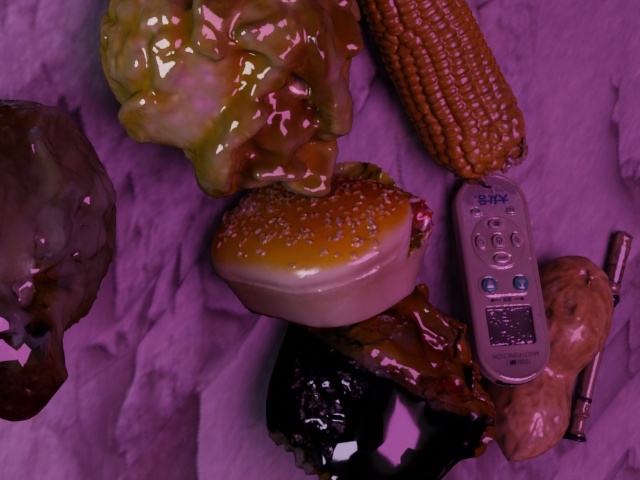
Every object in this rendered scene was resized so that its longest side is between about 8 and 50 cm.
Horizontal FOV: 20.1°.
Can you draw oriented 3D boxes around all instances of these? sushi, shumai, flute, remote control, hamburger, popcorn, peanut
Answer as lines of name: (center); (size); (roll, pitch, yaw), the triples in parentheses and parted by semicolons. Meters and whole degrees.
sushi: (0.064, 0.142, 1.724); (0.200, 0.213, 0.204); (27, 95, -53)
shumai: (-0.251, 0.010, 1.505); (0.222, 0.204, 0.271); (21, 80, -32)
flute: (0.300, 0.103, 1.948); (0.027, 0.027, 0.233); (16, 87, -31)
remote control: (0.179, 0.039, 1.817); (0.078, 0.042, 0.221); (-3, 74, -13)
hamburger: (0.000, 0.000, 1.652); (0.173, 0.210, 0.116); (-29, 119, -37)
popcorn: (-0.064, -0.166, 1.578); (0.259, 0.212, 0.259); (15, 45, -16)
peanut: (0.234, 0.122, 1.864); (0.229, 0.098, 0.103); (-67, 157, -11)

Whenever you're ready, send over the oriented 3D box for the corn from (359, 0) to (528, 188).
corn: (0.104, -0.194, 1.756); (0.106, 0.106, 0.305); (-37, 109, -23)
